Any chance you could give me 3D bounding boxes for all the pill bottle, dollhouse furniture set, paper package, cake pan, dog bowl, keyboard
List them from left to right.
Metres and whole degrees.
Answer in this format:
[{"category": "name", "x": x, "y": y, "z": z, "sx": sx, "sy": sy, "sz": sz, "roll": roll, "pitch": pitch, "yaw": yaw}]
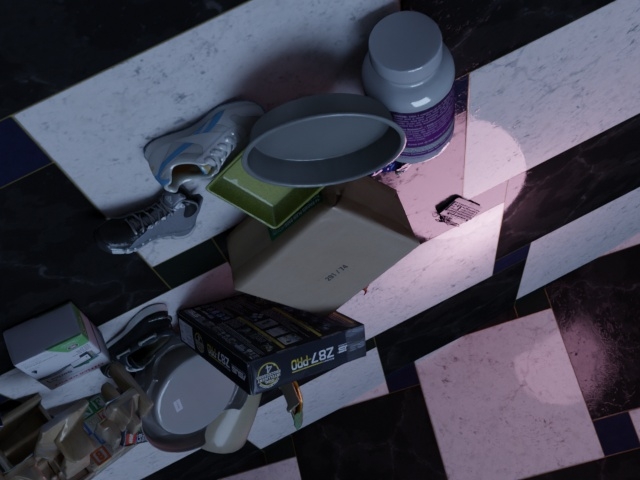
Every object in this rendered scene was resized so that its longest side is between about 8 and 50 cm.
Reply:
[{"category": "dollhouse furniture set", "x": -0.650, "y": 0.455, "z": 1.929, "sx": 0.362, "sy": 0.256, "sz": 0.394, "roll": -34, "pitch": 167, "yaw": -37}, {"category": "dog bowl", "x": -0.351, "y": 0.395, "z": 2.197, "sx": 0.348, "sy": 0.102, "sz": 0.349, "roll": -21, "pitch": 124, "yaw": -34}, {"category": "dollhouse furniture set", "x": -0.068, "y": 0.370, "z": 2.394, "sx": 0.151, "sy": 0.301, "sz": 0.197, "roll": -23, "pitch": 153, "yaw": -6}, {"category": "paper package", "x": 0.000, "y": 0.000, "z": 1.823, "sx": 0.309, "sy": 0.168, "sz": 0.325, "roll": 20, "pitch": 130, "yaw": -43}, {"category": "cake pan", "x": 0.003, "y": -0.175, "z": 1.445, "sx": 0.293, "sy": 0.054, "sz": 0.293, "roll": -8, "pitch": 161, "yaw": -3}, {"category": "pill bottle", "x": 0.164, "y": -0.280, "z": 1.504, "sx": 0.169, "sy": 0.169, "sz": 0.301, "roll": -27, "pitch": 157, "yaw": -3}, {"category": "keyboard", "x": 0.399, "y": -0.070, "z": 2.344, "sx": 0.100, "sy": 0.038, "sz": 0.192, "roll": -39, "pitch": 153, "yaw": 23}]

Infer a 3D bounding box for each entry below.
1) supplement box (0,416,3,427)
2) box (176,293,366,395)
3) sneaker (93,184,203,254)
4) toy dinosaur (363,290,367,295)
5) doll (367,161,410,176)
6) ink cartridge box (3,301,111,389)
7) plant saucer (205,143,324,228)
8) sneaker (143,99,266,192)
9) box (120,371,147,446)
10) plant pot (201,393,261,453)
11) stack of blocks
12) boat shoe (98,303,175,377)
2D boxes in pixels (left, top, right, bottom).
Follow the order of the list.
[{"category": "supplement box", "x": -0.875, "y": 0.394, "z": 1.710, "sx": 0.356, "sy": 0.194, "sz": 0.195, "roll": -36, "pitch": 155, "yaw": 19}, {"category": "box", "x": -0.128, "y": 0.226, "z": 2.000, "sx": 0.318, "sy": 0.395, "sz": 0.097, "roll": -16, "pitch": 110, "yaw": -30}, {"category": "sneaker", "x": -0.320, "y": -0.056, "z": 1.560, "sx": 0.228, "sy": 0.086, "sz": 0.132, "roll": -18, "pitch": 152, "yaw": -46}, {"category": "toy dinosaur", "x": 0.137, "y": 0.137, "z": 2.436, "sx": 0.047, "sy": 0.090, "sz": 0.082, "roll": -20, "pitch": -159, "yaw": 7}, {"category": "doll", "x": 0.180, "y": -0.188, "z": 1.858, "sx": 0.189, "sy": 0.046, "sz": 0.129, "roll": -18, "pitch": 155, "yaw": -21}, {"category": "ink cartridge box", "x": -0.586, "y": 0.241, "z": 1.840, "sx": 0.160, "sy": 0.092, "sz": 0.219, "roll": -25, "pitch": 156, "yaw": -6}, {"category": "plant saucer", "x": -0.099, "y": -0.130, "z": 1.614, "sx": 0.188, "sy": 0.045, "sz": 0.188, "roll": 31, "pitch": 122, "yaw": -34}, {"category": "sneaker", "x": -0.193, "y": -0.166, "z": 1.445, "sx": 0.228, "sy": 0.092, "sz": 0.087, "roll": -29, "pitch": 155, "yaw": -1}, {"category": "box", "x": -0.471, "y": 0.434, "z": 2.231, "sx": 0.159, "sy": 0.044, "sz": 0.233, "roll": 0, "pitch": 100, "yaw": -48}, {"category": "plant pot", "x": -0.278, "y": 0.446, "z": 2.447, "sx": 0.256, "sy": 0.256, "sz": 0.274, "roll": 1, "pitch": 126, "yaw": -48}, {"category": "stack of blocks", "x": -0.593, "y": 0.520, "z": 2.293, "sx": 0.297, "sy": 0.171, "sz": 0.087, "roll": -33, "pitch": 164, "yaw": -38}, {"category": "boat shoe", "x": -0.464, "y": 0.276, "z": 2.042, "sx": 0.114, "sy": 0.091, "sz": 0.302, "roll": -4, "pitch": 146, "yaw": -43}]
